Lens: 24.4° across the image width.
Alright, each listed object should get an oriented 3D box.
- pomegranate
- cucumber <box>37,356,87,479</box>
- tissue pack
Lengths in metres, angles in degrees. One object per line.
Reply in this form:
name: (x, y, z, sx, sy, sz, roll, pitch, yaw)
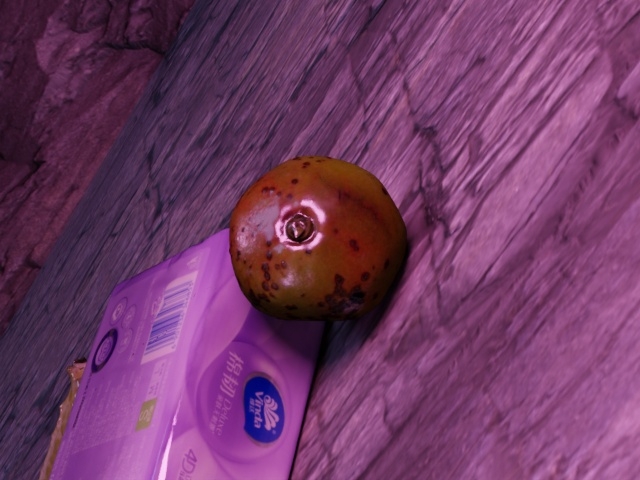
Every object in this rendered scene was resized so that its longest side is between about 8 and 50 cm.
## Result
pomegranate: (0.000, 0.000, 1.345, 0.159, 0.159, 0.205, -61, -10, 10)
cucumber: (-0.292, 0.318, 1.803, 0.145, 0.105, 0.325, 42, 115, 48)
tissue pack: (-0.135, 0.191, 1.416, 0.242, 0.160, 0.338, -27, 41, 49)
